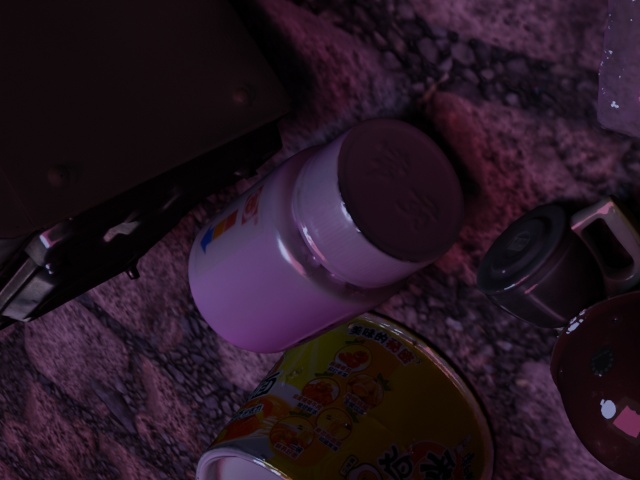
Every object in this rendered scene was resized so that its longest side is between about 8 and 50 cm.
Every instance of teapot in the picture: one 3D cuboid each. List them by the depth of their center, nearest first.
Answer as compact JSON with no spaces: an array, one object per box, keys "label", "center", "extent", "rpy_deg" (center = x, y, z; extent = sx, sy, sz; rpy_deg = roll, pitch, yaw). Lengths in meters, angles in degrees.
[{"label":"teapot","center":[0.194,0.028,0.924],"extent":[0.091,0.092,0.124],"rpy_deg":[41,151,-19]}]

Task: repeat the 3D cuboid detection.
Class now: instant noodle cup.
[{"label":"instant noodle cup","center":[0.012,0.223,1.174],"extent":[0.264,0.200,0.264],"rpy_deg":[26,137,27]}]

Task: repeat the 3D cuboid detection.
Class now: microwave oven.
[{"label":"microwave oven","center":[-0.266,-0.065,1.069],"extent":[0.247,0.333,0.394],"rpy_deg":[60,145,3]}]

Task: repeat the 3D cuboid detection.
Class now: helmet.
[{"label":"helmet","center":[0.262,0.133,0.892],"extent":[0.175,0.106,0.155],"rpy_deg":[36,125,-19]}]

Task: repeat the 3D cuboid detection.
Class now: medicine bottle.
[{"label":"medicine bottle","center":[0.000,0.000,1.032],"extent":[0.152,0.152,0.254],"rpy_deg":[52,141,-6]}]

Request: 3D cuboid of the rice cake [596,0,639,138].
[{"label":"rice cake","center":[0.231,-0.183,0.733],"extent":[0.106,0.050,0.298],"rpy_deg":[20,134,31]}]
